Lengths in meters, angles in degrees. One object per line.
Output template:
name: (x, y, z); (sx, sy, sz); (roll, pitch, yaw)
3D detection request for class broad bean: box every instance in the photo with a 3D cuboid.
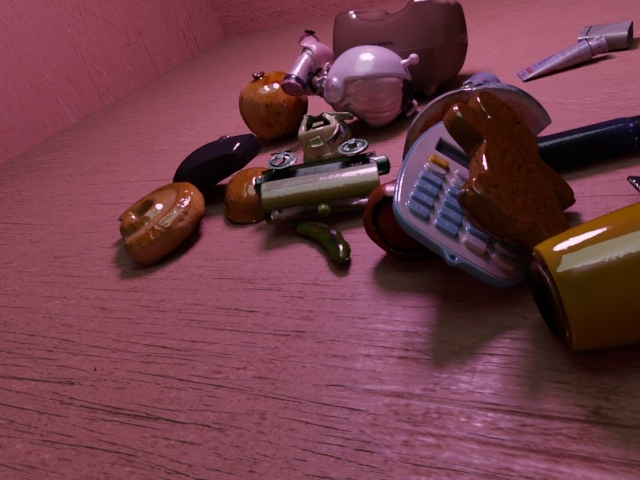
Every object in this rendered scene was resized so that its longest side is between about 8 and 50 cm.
broad bean: (0.004, -0.002, 1.202); (0.069, 0.039, 0.227); (-24, 27, -24)

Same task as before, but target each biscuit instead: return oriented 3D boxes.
biscuit: (0.308, -0.110, 1.010); (0.064, 0.283, 0.431); (-46, 24, 34)
biscuit: (-0.376, -0.059, 1.452); (0.213, 0.091, 0.274); (-39, 28, -10)

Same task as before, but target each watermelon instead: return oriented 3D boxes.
watermelon: (0.326, -0.280, 1.368); (0.322, 0.175, 0.188); (-11, 29, 11)

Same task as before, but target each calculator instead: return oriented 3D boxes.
calculator: (0.246, -0.065, 1.013); (0.256, 0.054, 0.386); (32, 37, 1)

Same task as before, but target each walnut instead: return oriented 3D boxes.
walnut: (-0.161, -0.126, 1.472); (0.167, 0.087, 0.211); (-13, 28, 2)

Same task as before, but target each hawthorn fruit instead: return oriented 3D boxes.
hawthorn fruit: (0.155, -0.031, 1.066); (0.148, 0.148, 0.172); (-22, 44, -7)

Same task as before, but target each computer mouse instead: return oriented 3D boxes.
computer mouse: (-0.285, -0.198, 1.588); (0.269, 0.100, 0.170); (-28, 19, 24)

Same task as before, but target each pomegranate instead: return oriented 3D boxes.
pomegranate: (-0.142, -0.416, 1.859); (0.216, 0.215, 0.215); (-14, 28, 8)

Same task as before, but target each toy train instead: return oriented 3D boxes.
toy train: (-0.001, -0.127, 1.319); (0.308, 0.126, 0.189); (-9, 27, 7)

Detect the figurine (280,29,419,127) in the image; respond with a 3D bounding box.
figurine: (0.083, -0.447, 1.714); (0.362, 0.210, 0.253); (25, 35, 27)

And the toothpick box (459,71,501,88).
toothpick box: (0.384, -0.350, 1.542); (0.101, 0.101, 0.153); (7, 36, 39)

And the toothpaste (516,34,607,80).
toothpaste: (0.669, -0.502, 1.710); (0.234, 0.057, 0.089); (-18, 25, 14)

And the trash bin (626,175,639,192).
trash bin: (0.625, -0.203, 0.958); (0.278, 0.262, 0.217); (-16, 28, 6)

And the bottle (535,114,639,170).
bottle: (0.525, -0.187, 1.192); (0.245, 0.072, 0.082); (-14, 33, 8)

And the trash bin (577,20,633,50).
trash bin: (0.812, -0.579, 1.751); (0.130, 0.059, 0.116); (4, 37, 34)

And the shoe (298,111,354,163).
shoe: (0.019, -0.280, 1.631); (0.140, 0.128, 0.262); (3, 34, 9)

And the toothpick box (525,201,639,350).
toothpick box: (0.403, 0.037, 0.754); (0.272, 0.174, 0.175); (-18, 27, 8)

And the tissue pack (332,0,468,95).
tissue pack: (0.241, -0.577, 1.869); (0.387, 0.276, 0.267); (4, 21, 33)
